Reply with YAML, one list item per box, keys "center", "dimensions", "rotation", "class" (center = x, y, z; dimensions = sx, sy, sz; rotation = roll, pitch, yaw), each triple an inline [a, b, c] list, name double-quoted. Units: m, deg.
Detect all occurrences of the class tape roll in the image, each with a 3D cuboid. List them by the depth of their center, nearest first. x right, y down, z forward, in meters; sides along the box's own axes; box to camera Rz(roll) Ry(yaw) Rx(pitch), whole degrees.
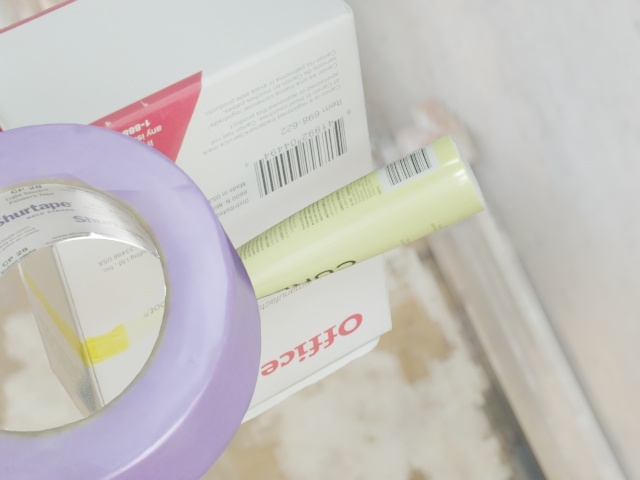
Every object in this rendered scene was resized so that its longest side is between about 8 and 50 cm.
- center: [-0.127, 0.043, 0.959]
  dimensions: [0.189, 0.189, 0.080]
  rotation: [62, 179, 21]
  class: "tape roll"

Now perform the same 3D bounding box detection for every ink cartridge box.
- center: [-0.109, -0.027, 1.606]
  dimensions: [0.160, 0.279, 0.385]
  rotation: [48, 157, 39]
  class: "ink cartridge box"

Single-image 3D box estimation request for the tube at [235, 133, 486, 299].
- center: [0.000, 0.000, 1.410]
  dimensions: [0.070, 0.240, 0.062]
  rotation: [55, -167, -59]
  class: "tube"
